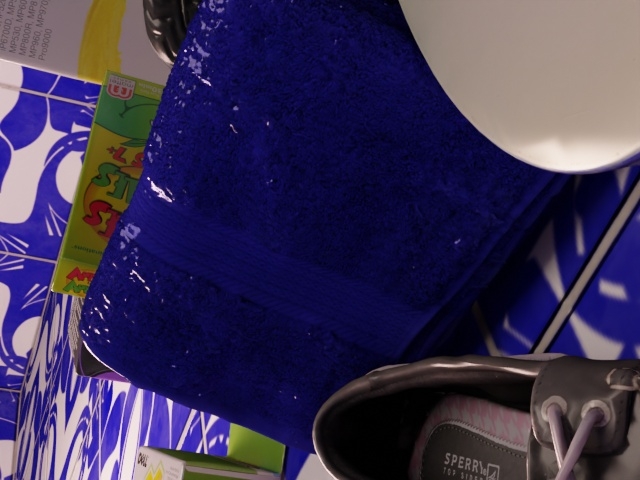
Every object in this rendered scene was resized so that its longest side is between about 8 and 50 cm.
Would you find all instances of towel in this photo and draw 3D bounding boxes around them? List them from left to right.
[{"bbox_3d":[0.000,0.000,0.628,0.076,0.227,0.308,-85,18,-51],"label":"towel"}]

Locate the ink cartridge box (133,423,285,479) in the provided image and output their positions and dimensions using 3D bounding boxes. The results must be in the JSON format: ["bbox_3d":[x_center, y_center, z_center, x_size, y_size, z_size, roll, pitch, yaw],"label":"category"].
[{"bbox_3d":[-0.106,0.204,1.015,0.189,0.097,0.255,164,115,-69],"label":"ink cartridge box"}]

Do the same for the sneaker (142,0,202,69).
[{"bbox_3d":[0.021,-0.260,0.781,0.385,0.145,0.147,-51,1,-7],"label":"sneaker"}]

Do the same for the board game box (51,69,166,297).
[{"bbox_3d":[-0.130,-0.037,0.796,0.043,0.092,0.181,121,159,-48],"label":"board game box"}]

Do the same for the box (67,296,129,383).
[{"bbox_3d":[-0.165,0.011,1.186,0.143,0.165,0.270,-137,61,-68],"label":"box"}]

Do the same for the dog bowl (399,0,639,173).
[{"bbox_3d":[0.118,-0.162,0.425,0.265,0.104,0.265,165,90,-70],"label":"dog bowl"}]

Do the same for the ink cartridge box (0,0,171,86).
[{"bbox_3d":[-0.169,-0.259,1.015,0.279,0.384,0.160,-109,36,-56],"label":"ink cartridge box"}]

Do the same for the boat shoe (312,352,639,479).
[{"bbox_3d":[0.091,0.108,0.507,0.335,0.095,0.112,162,118,-68],"label":"boat shoe"}]
